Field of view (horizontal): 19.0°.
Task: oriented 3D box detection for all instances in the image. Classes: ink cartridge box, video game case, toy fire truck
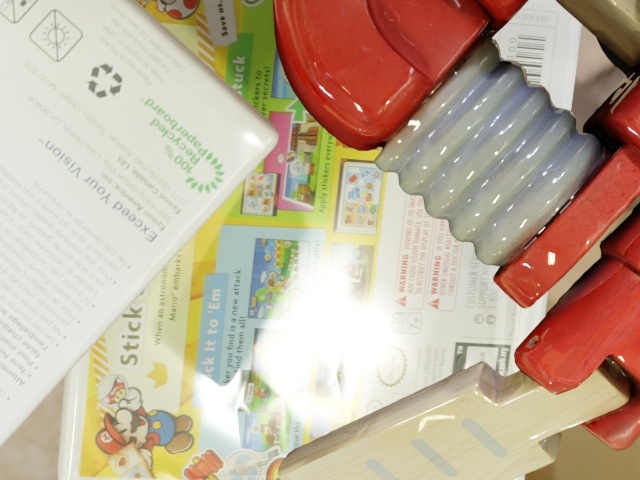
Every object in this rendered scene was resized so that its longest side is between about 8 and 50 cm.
[{"bbox_3d":[-0.167,-0.027,0.634,0.223,0.045,0.224,43,91,-14],"label":"ink cartridge box"},{"bbox_3d":[0.000,0.000,0.814,0.206,0.026,0.227,4,100,-15],"label":"video game case"},{"bbox_3d":[0.055,-0.017,0.640,0.246,0.217,0.158,-49,-179,-2],"label":"toy fire truck"}]
